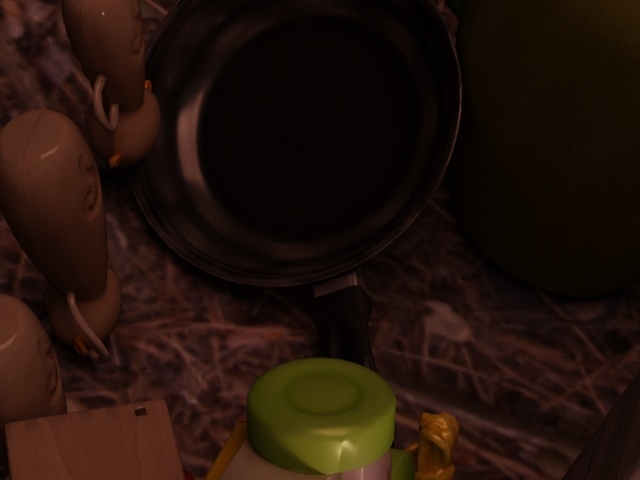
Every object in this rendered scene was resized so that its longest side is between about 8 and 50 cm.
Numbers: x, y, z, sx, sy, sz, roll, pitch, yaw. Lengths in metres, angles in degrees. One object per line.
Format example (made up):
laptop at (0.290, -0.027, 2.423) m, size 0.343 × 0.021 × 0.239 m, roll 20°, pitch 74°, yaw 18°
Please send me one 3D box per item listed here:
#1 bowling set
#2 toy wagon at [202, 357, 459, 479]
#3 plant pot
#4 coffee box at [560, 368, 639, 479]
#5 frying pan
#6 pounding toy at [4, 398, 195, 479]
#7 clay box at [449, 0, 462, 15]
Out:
bowling set at (-0.192, -0.004, 0.893) m, size 0.199 × 0.154 × 0.287 m, roll 5°, pitch 51°, yaw 10°
toy wagon at (-0.014, 0.180, 0.700) m, size 0.068 × 0.267 × 0.344 m, roll 9°, pitch 28°, yaw 13°
plant pot at (0.182, -0.108, 0.960) m, size 0.274 × 0.293 × 0.275 m, roll 12°, pitch 51°, yaw -15°
coffee box at (0.193, 0.128, 0.818) m, size 0.141 × 0.246 × 0.098 m, roll 24°, pitch 52°, yaw 2°
frying pan at (0.021, -0.021, 0.957) m, size 0.197 × 0.053 × 0.326 m, roll -40°, pitch 68°, yaw 6°
pounding toy at (-0.077, 0.153, 0.774) m, size 0.100 × 0.141 × 0.130 m, roll -8°, pitch 35°, yaw -10°
clay box at (0.184, -0.193, 1.188) m, size 0.222 × 0.053 × 0.127 m, roll -19°, pitch 62°, yaw -28°
